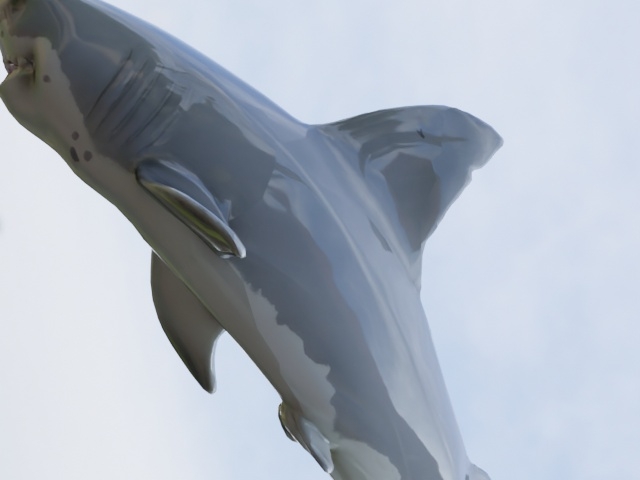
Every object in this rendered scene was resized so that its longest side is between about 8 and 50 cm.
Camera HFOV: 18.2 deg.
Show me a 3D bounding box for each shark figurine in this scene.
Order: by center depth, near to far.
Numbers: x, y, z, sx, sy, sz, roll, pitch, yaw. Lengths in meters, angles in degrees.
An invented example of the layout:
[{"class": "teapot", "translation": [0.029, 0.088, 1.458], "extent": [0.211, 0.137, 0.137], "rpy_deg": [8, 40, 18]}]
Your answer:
[{"class": "shark figurine", "translation": [0.020, 0.020, 0.622], "extent": [0.278, 0.116, 0.166], "rpy_deg": [55, -16, -19]}]
